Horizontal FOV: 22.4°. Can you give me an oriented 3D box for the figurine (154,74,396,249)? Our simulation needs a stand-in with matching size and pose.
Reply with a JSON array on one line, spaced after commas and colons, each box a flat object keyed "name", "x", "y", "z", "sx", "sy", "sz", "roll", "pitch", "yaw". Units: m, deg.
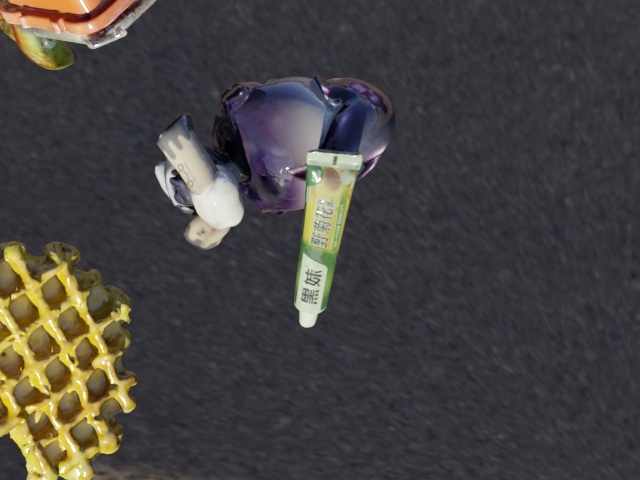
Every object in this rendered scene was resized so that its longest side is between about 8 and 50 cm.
[{"name": "figurine", "x": -0.035, "y": -0.089, "z": 1.508, "sx": 0.222, "sy": 0.145, "sz": 0.145, "roll": -31, "pitch": 73, "yaw": -20}]

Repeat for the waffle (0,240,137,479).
[{"name": "waffle", "x": -0.295, "y": 0.123, "z": 1.580, "sx": 0.056, "sy": 0.253, "sz": 0.249, "roll": 8, "pitch": 94, "yaw": 54}]

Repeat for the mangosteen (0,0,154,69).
[{"name": "mangosteen", "x": -0.306, "y": -0.361, "z": 1.918, "sx": 0.288, "sy": 0.288, "sz": 0.288, "roll": -2, "pitch": 79, "yaw": 12}]

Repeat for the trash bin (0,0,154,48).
[{"name": "trash bin", "x": -0.248, "y": -0.308, "z": 1.451, "sx": 0.184, "sy": 0.238, "sz": 0.161, "roll": 14, "pitch": 54, "yaw": 46}]

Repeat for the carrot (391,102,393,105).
[{"name": "carrot", "x": 0.018, "y": -0.094, "z": 1.776, "sx": 0.191, "sy": 0.047, "sz": 0.047, "roll": -46, "pitch": 69, "yaw": 41}]

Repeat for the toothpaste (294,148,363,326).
[{"name": "toothpaste", "x": 0.000, "y": 0.000, "z": 1.438, "sx": 0.049, "sy": 0.204, "sz": 0.031, "roll": 5, "pitch": 40, "yaw": -6}]
